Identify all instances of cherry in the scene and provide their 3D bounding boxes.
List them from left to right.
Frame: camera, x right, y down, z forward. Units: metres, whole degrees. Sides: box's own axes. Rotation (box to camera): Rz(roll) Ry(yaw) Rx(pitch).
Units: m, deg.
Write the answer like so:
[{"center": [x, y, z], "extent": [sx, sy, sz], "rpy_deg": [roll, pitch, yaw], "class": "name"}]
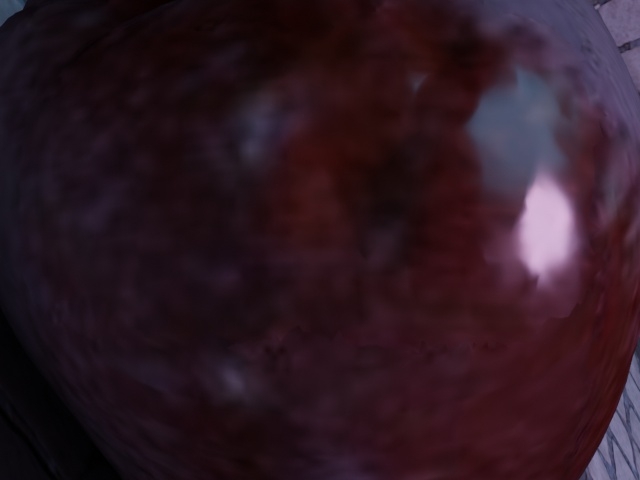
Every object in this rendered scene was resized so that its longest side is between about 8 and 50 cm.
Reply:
[{"center": [-0.003, -0.007, 0.771], "extent": [0.335, 0.291, 0.326], "rpy_deg": [75, -6, -52], "class": "cherry"}]
